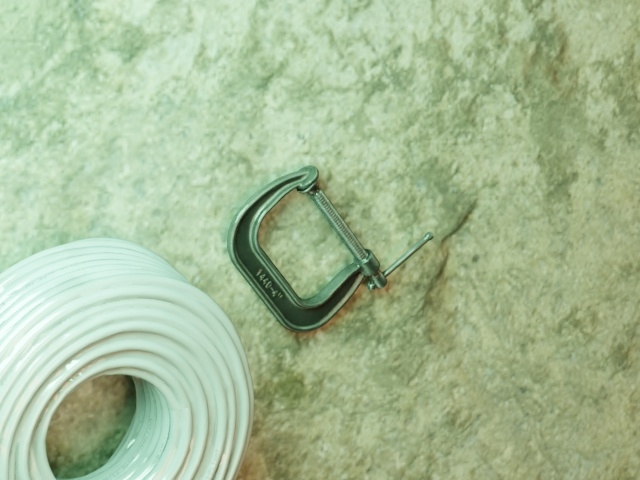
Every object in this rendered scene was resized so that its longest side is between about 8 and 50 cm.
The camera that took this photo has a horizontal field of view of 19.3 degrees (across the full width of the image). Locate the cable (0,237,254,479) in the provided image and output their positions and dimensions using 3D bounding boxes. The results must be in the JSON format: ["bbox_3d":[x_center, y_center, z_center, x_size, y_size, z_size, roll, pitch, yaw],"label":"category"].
[{"bbox_3d":[-0.167,0.130,1.337,0.257,0.089,0.257,-11,113,-33],"label":"cable"}]

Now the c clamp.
[{"bbox_3d":[0.000,0.000,1.460,0.137,0.022,0.161,-48,130,-6],"label":"c clamp"}]
